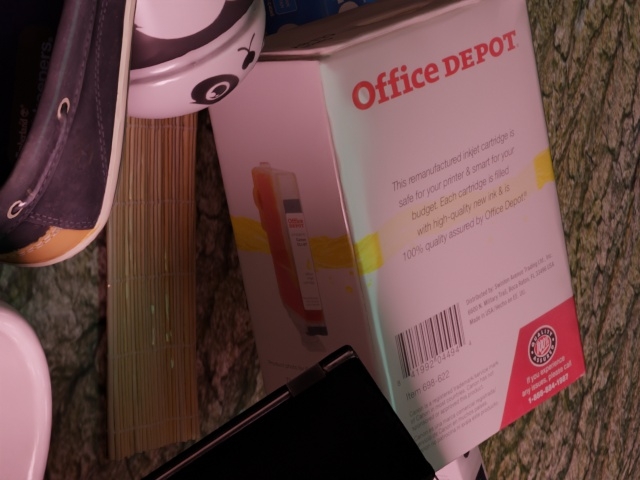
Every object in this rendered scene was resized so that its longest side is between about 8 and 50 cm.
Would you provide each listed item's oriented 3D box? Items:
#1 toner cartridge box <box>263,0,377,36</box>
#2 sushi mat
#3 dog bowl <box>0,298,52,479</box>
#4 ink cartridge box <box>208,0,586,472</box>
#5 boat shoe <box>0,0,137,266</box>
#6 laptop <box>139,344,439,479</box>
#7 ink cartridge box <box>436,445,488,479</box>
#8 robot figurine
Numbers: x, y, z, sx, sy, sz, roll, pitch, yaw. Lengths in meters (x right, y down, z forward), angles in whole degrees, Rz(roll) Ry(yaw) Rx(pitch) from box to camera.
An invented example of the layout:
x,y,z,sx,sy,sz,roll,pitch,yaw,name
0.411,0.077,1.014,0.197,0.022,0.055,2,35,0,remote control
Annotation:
x,y,z,sx,sy,sz,roll,pitch,yaw,name
0.002,-0.267,1.690,0.165,0.075,0.348,-37,115,-58,toner cartridge box
-0.147,0.029,1.547,0.151,0.019,0.316,-9,101,-62,sushi mat
-0.287,0.168,1.084,0.349,0.102,0.349,17,90,-72,dog bowl
0.073,-0.015,1.566,0.279,0.160,0.385,-24,111,-41,ink cartridge box
-0.213,-0.226,1.172,0.156,0.187,0.500,-13,107,-69,boat shoe
-0.070,0.282,1.267,0.236,0.382,0.408,56,-1,40,laptop
0.093,0.252,1.885,0.065,0.165,0.333,-62,145,-40,ink cartridge box
-0.142,-0.225,1.354,0.173,0.209,0.278,-112,-177,-54,robot figurine
